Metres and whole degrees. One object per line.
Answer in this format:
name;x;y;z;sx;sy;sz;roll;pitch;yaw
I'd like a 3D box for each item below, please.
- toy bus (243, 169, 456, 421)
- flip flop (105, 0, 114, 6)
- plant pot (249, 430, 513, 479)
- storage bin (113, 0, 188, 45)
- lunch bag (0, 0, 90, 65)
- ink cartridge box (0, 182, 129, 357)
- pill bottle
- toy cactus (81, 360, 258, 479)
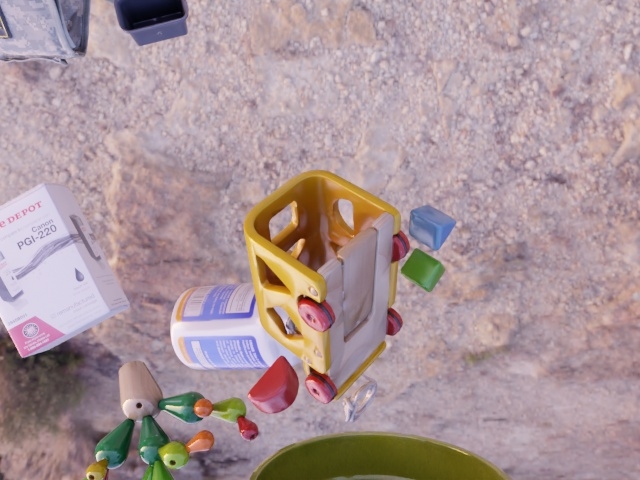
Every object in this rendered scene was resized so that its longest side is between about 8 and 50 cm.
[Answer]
toy bus;-0.001;0.043;0.550;0.191;0.104;0.202;10;110;-60
flip flop;-0.557;-0.654;1.753;0.277;0.080;0.112;14;107;-52
plant pot;0.083;0.502;0.940;0.366;0.353;0.366;1;-171;0
storage bin;-0.326;-0.443;1.358;0.135;0.098;0.091;-16;169;-5
lunch bag;-0.492;-0.420;1.074;0.235;0.169;0.287;2;101;8
ink cartridge box;-0.416;0.042;1.046;0.158;0.218;0.092;-28;177;3
pill bottle;-0.111;0.149;1.206;0.272;0.152;0.152;-5;145;26
toy cactus;-0.189;0.221;0.803;0.219;0.180;0.112;-34;141;4
